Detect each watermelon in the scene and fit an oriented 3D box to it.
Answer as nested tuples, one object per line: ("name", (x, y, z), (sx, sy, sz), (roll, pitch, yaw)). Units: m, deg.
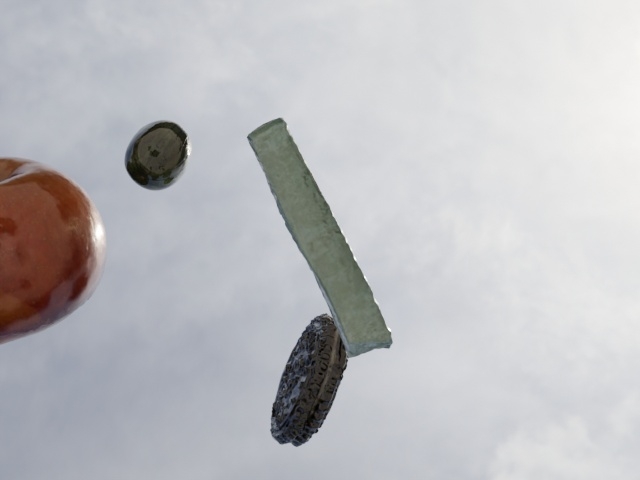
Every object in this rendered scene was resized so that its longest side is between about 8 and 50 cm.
("watermelon", (-0.194, -0.105, 1.095), (0.078, 0.078, 0.111), (20, -149, -7))

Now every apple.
("apple", (-0.384, 0.011, 1.068), (0.272, 0.251, 0.206), (-20, -72, -43))

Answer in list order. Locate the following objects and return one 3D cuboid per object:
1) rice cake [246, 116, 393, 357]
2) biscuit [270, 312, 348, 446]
("rice cake", (-0.001, 0.001, 0.600), (0.033, 0.029, 0.171), (-27, -84, -5))
("biscuit", (-0.014, 0.187, 1.239), (0.053, 0.194, 0.195), (22, -126, -11))
